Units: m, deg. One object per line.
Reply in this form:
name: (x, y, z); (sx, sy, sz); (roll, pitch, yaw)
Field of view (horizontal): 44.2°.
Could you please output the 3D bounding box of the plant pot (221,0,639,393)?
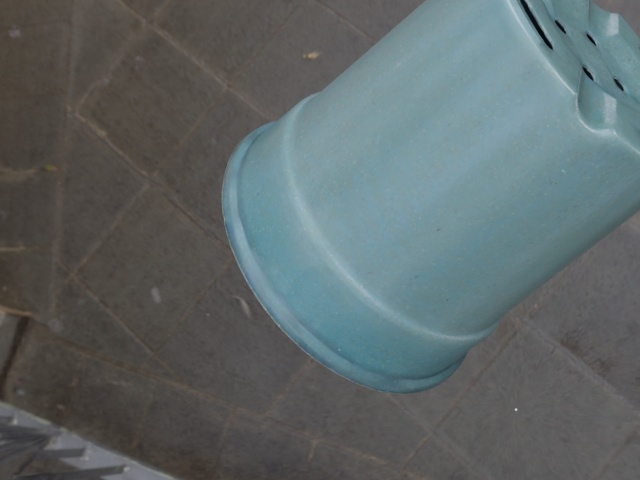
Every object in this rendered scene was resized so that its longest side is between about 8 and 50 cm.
plant pot: (0.137, -0.077, 0.758); (0.334, 0.341, 0.341); (-41, 68, 38)
